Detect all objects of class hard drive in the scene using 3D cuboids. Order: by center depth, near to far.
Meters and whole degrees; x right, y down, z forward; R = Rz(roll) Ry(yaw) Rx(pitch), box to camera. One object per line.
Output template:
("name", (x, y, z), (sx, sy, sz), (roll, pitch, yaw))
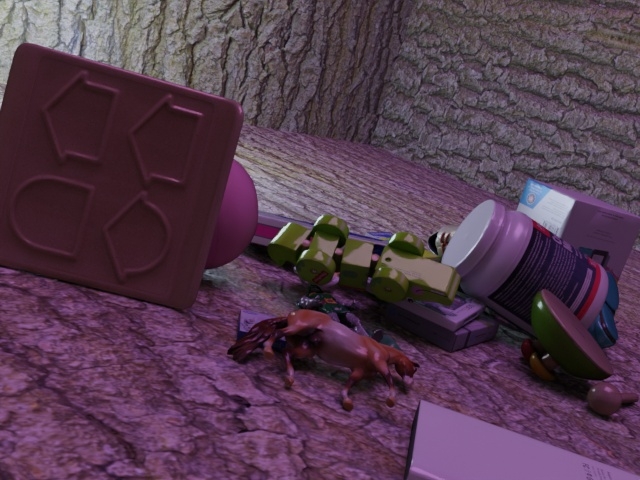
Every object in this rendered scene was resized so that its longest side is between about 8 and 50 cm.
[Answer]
("hard drive", (0.253, 0.286, 0.942), (0.308, 0.040, 0.203), (18, 13, 6))

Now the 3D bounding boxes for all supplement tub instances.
("supplement tub", (0.390, 0.063, 1.555), (0.272, 0.191, 0.191), (33, 11, -8))

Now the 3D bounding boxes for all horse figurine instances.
("horse figurine", (0.013, 0.156, 1.115), (0.263, 0.066, 0.174), (19, 24, 3))

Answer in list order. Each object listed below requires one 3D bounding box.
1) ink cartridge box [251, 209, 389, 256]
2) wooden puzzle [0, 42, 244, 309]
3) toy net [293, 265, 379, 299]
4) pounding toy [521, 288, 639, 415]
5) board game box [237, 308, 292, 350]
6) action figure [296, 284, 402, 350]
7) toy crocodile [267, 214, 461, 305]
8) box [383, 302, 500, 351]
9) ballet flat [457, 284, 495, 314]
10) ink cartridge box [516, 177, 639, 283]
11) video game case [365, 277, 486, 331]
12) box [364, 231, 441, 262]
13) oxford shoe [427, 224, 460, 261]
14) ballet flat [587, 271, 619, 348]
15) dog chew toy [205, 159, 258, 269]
("ink cartridge box", (0.000, 0.000, 1.627), (0.371, 0.069, 0.176), (11, 3, 14))
("wooden puzzle", (-0.315, -0.092, 1.206), (0.348, 0.322, 0.080), (15, 3, -3))
("toy net", (0.054, 0.087, 1.513), (0.232, 0.045, 0.122), (6, 20, -32))
("pounding toy", (0.414, 0.207, 1.386), (0.237, 0.110, 0.183), (57, 20, 24))
("board game box", (-0.078, 0.135, 1.203), (0.090, 0.020, 0.090), (14, 14, -8))
("action figure", (0.022, 0.121, 1.303), (0.137, 0.063, 0.232), (7, 13, -24))
("toy crocodile", (0.071, 0.044, 1.400), (0.341, 0.105, 0.115), (14, 49, 9))
("box", (0.225, 0.146, 1.484), (0.145, 0.038, 0.186), (26, 15, 33))
("ballet flat", (0.394, 0.118, 1.693), (0.280, 0.095, 0.096), (15, 25, -4))
("ink cartridge box", (0.555, 0.028, 1.855), (0.197, 0.270, 0.198), (13, 14, -22))
("video game case", (0.189, 0.100, 1.476), (0.190, 0.022, 0.173), (24, 17, 24))
("box", (0.183, 0.023, 1.923), (0.178, 0.042, 0.109), (27, 17, 35))
("oxford shoe", (0.345, 0.027, 1.880), (0.147, 0.140, 0.397), (8, -3, -5))
("ballet flat", (0.573, 0.147, 1.701), (0.083, 0.087, 0.247), (52, 32, -12))
("dog chew toy", (-0.276, -0.047, 1.343), (0.332, 0.206, 0.206), (-4, 21, -23))
